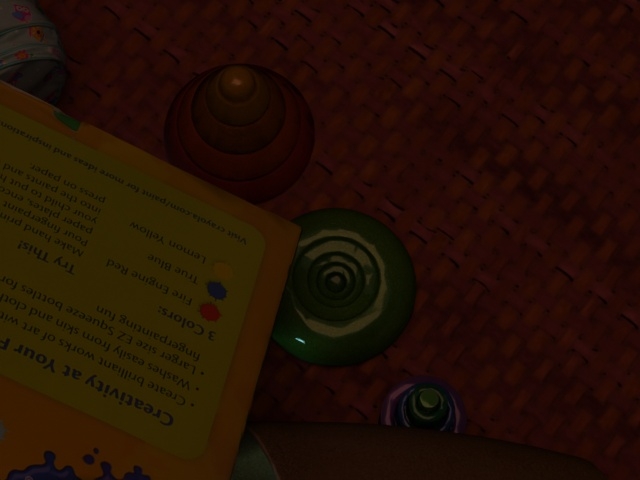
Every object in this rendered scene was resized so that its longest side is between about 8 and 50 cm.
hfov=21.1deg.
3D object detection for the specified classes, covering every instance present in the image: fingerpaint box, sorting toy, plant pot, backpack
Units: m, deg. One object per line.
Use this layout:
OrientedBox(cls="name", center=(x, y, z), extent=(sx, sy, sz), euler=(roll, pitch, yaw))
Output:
OrientedBox(cls="fingerpaint box", center=(-0.272, 0.063, 1.114), extent=(0.445, 0.163, 0.371), euler=(26, 42, -10))
OrientedBox(cls="sorting toy", center=(0.000, 0.000, 1.290), extent=(0.127, 0.126, 0.365), euler=(-29, 76, -10))
OrientedBox(cls="plant pot", center=(0.075, 0.225, 1.193), extent=(0.254, 0.237, 0.237), euler=(-7, 74, -19))
OrientedBox(cls="backpack", center=(-0.290, -0.133, 1.323), extent=(0.182, 0.152, 0.115), euler=(-26, 81, -21))
